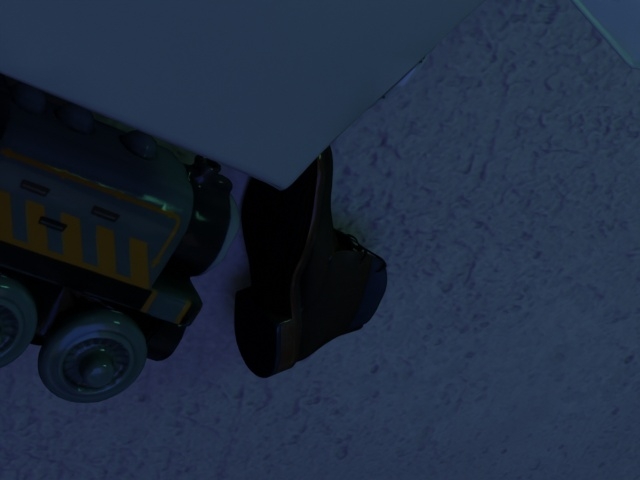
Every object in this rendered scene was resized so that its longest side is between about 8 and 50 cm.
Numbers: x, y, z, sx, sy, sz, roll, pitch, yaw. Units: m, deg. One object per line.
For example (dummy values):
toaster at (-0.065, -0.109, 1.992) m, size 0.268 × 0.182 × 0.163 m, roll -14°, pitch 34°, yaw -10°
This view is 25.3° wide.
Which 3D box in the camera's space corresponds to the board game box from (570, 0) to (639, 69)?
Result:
board game box at (0.213, -0.347, 0.773) m, size 0.390 × 0.050 × 0.390 m, roll -39°, pitch 115°, yaw 18°

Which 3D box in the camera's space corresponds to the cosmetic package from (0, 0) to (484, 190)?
cosmetic package at (-0.087, -0.188, 0.751) m, size 0.217 × 0.156 × 0.385 m, roll -41°, pitch 149°, yaw 19°

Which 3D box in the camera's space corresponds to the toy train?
toy train at (-0.211, -0.015, 0.954) m, size 0.334 × 0.142 × 0.190 m, roll 22°, pitch 112°, yaw -34°

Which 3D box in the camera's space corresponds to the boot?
boot at (0.000, 0.000, 1.094) m, size 0.106 × 0.082 × 0.219 m, roll -16°, pitch 135°, yaw -35°
